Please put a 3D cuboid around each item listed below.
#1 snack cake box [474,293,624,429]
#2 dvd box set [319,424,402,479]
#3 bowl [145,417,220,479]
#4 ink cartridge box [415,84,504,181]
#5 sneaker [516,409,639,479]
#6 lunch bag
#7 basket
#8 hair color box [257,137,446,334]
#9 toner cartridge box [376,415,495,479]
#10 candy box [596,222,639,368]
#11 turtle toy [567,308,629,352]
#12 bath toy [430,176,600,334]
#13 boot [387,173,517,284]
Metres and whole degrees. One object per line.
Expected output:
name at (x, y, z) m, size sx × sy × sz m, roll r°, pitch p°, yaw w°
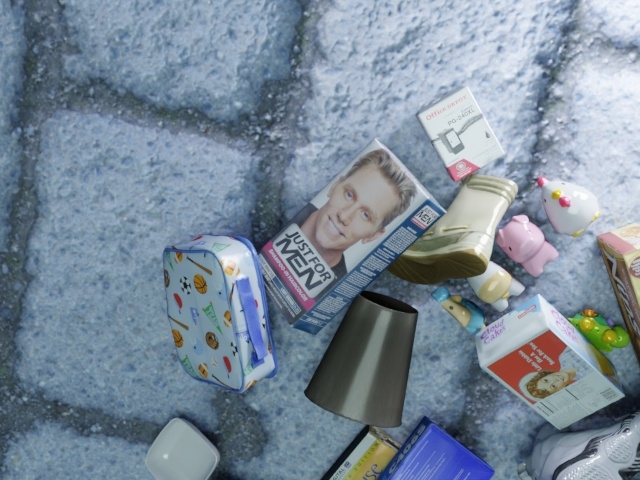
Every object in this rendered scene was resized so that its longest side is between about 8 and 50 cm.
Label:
snack cake box at (0.433, 0.236, 1.553) m, size 0.152 × 0.089 × 0.264 m, roll -36°, pitch 122°, yaw 26°
dvd box set at (0.175, 0.621, 1.724) m, size 0.420 × 0.062 × 0.308 m, roll 38°, pitch 101°, yaw -4°
bowl at (-0.282, 0.455, 1.716) m, size 0.142 × 0.053 × 0.142 m, roll 39°, pitch 101°, yaw 17°
ink cartridge box at (0.263, -0.204, 1.557) m, size 0.109 × 0.063 × 0.151 m, roll -30°, pitch 98°, yaw 9°
sneaker at (0.560, 0.398, 1.609) m, size 0.365 × 0.210 × 0.137 m, roll -26°, pitch 99°, yaw -18°
lunch bag at (-0.189, 0.142, 1.576) m, size 0.243 × 0.115 × 0.304 m, roll 2°, pitch 107°, yaw 47°
basket at (0.099, 0.226, 1.613) m, size 0.204 × 0.154 × 0.227 m, roll 18°, pitch 98°, yaw -1°
hair color box at (0.045, -0.004, 1.539) m, size 0.347 × 0.105 × 0.174 m, roll -44°, pitch 60°, yaw 10°
toner cartridge box at (0.172, 0.539, 1.623) m, size 0.165 × 0.075 × 0.348 m, roll 38°, pitch 87°, yaw -2°
candy box at (0.625, 0.139, 1.536) m, size 0.087 × 0.183 × 0.317 m, roll -19°, pitch 99°, yaw 7°
turtle toy at (0.543, 0.179, 1.605) m, size 0.130 × 0.095 × 0.066 m, roll 27°, pitch 59°, yaw -1°
bath toy at (0.372, 0.018, 1.554) m, size 0.129 × 0.151 × 0.348 m, roll 44°, pitch 97°, yaw 3°
boot at (0.242, -0.024, 1.569) m, size 0.095 × 0.262 × 0.203 m, roll 43°, pitch 60°, yaw -25°
